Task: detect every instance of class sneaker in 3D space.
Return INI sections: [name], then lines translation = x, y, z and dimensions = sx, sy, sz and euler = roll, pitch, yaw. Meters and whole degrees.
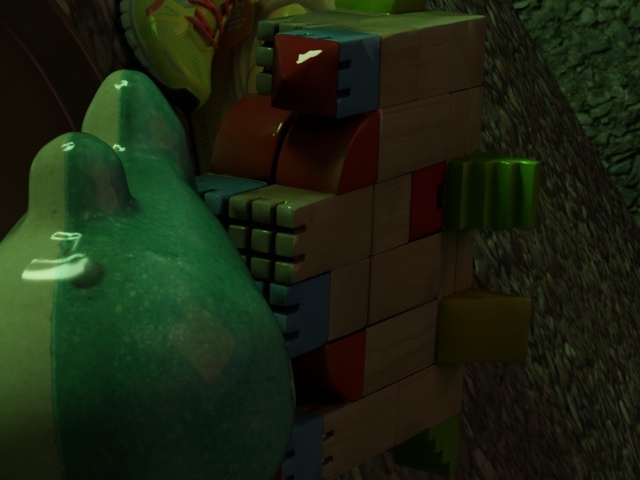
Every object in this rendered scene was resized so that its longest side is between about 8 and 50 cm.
[sneaker]
translation = -0.097, -0.187, 1.437
dimensions = 0.081, 0.094, 0.208
euler = 49, 25, -46

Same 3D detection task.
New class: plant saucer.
[plant saucer]
translation = -0.183, -0.062, 1.112
dimensions = 0.278, 0.041, 0.278
euler = 54, 21, -33

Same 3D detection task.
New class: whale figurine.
[whale figurine]
translation = -0.078, 0.033, 0.909
dimensions = 0.272, 0.141, 0.216
euler = -83, 168, -49

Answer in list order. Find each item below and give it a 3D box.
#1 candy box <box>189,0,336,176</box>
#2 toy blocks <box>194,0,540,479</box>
[candy box]
translation = -0.020, -0.183, 1.506
dimensions = 0.087, 0.183, 0.316
euler = 45, 27, -49
[toy blocks]
translation = 0.000, 0.000, 1.243
dimensions = 0.261, 0.190, 0.381
euler = -18, 114, -56
